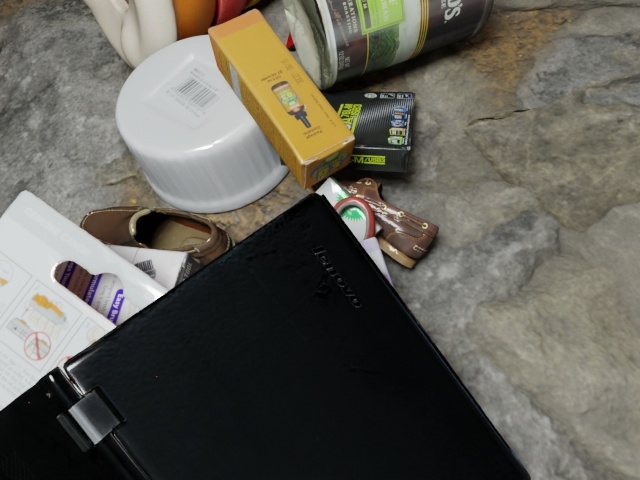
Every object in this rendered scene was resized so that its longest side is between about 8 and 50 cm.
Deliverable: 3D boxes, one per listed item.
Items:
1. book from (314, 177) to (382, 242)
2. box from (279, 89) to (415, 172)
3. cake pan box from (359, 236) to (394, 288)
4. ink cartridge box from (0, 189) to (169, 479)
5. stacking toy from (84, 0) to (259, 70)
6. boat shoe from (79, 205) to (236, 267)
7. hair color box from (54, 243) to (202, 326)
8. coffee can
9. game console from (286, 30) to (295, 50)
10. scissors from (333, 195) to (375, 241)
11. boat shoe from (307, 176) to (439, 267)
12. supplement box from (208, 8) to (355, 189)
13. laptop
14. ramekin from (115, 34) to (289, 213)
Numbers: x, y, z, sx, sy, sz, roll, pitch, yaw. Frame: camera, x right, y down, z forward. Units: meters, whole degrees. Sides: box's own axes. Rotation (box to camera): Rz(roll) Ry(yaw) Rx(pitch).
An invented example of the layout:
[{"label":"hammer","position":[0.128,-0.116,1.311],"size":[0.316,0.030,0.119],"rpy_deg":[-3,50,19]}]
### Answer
[{"label":"book","position":[0.000,0.000,0.590],"size":[0.096,0.035,0.144],"rpy_deg":[47,107,12]},{"label":"box","position":[0.048,-0.175,0.667],"size":[0.184,0.045,0.190],"rpy_deg":[7,42,10]},{"label":"cake pan box","position":[-0.024,0.150,0.495],"size":[0.267,0.070,0.245],"rpy_deg":[-17,82,1]},{"label":"ink cartridge box","position":[-0.308,0.186,0.476],"size":[0.308,0.091,0.384],"rpy_deg":[33,83,8]},{"label":"stacking toy","position":[-0.192,-0.541,0.825],"size":[0.480,0.350,0.350],"rpy_deg":[-31,62,-27]},{"label":"boat shoe","position":[-0.250,-0.018,0.640],"size":[0.258,0.095,0.095],"rpy_deg":[7,65,12]},{"label":"hair color box","position":[-0.338,0.101,0.589],"size":[0.340,0.110,0.185],"rpy_deg":[5,66,13]},{"label":"coffee can","position":[0.100,-0.383,0.697],"size":[0.276,0.201,0.201],"rpy_deg":[-22,63,-8]},{"label":"game console","position":[0.014,-0.421,0.847],"size":[0.124,0.085,0.143],"rpy_deg":[-12,57,38]},{"label":"scissors","position":[0.066,0.081,0.551],"size":[0.109,0.021,0.296],"rpy_deg":[-28,87,16]},{"label":"boat shoe","position":[0.068,-0.050,0.613],"size":[0.207,0.073,0.073],"rpy_deg":[37,107,15]},{"label":"supplement box","position":[-0.053,-0.183,0.564],"size":[0.078,0.080,0.233],"rpy_deg":[-30,73,-14]},{"label":"laptop","position":[-0.075,0.237,0.417],"size":[0.408,0.236,0.381],"rpy_deg":[-35,93,22]},{"label":"ramekin","position":[-0.179,-0.193,0.695],"size":[0.278,0.135,0.276],"rpy_deg":[-4,63,7]}]
